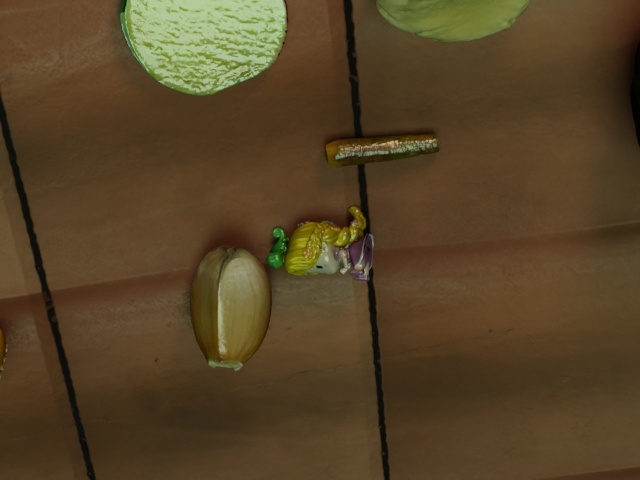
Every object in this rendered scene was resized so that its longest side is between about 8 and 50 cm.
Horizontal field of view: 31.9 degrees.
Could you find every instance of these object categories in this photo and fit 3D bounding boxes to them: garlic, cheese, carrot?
[{"bbox_3d":[-0.141,0.082,1.692,0.115,0.128,0.206,17,117,33],"label":"garlic"},{"bbox_3d":[0.185,-0.347,1.458,0.226,0.117,0.214,0,149,-11],"label":"cheese"},{"bbox_3d":[0.092,-0.135,1.631,0.171,0.042,0.042,-7,119,-2],"label":"carrot"}]

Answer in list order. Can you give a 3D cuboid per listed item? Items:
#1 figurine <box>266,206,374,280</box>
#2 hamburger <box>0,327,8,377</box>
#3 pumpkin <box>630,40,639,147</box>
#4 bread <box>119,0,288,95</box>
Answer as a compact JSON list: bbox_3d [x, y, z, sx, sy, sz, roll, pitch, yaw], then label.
[{"bbox_3d":[0.000,0.000,1.683,0.156,0.114,0.095,0,154,16],"label":"figurine"},{"bbox_3d":[-0.540,0.187,1.686,0.115,0.162,0.162,19,115,-22],"label":"hamburger"},{"bbox_3d":[0.635,-0.211,1.470,0.455,0.344,0.454,5,108,15],"label":"pumpkin"},{"bbox_3d":[-0.159,-0.306,1.520,0.229,0.033,0.228,-3,117,-5],"label":"bread"}]
